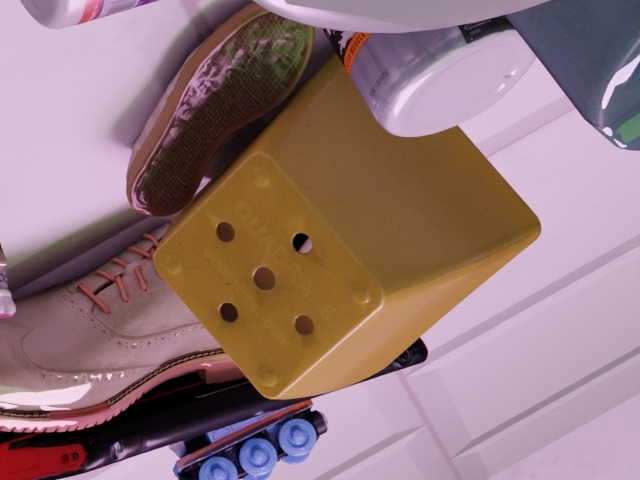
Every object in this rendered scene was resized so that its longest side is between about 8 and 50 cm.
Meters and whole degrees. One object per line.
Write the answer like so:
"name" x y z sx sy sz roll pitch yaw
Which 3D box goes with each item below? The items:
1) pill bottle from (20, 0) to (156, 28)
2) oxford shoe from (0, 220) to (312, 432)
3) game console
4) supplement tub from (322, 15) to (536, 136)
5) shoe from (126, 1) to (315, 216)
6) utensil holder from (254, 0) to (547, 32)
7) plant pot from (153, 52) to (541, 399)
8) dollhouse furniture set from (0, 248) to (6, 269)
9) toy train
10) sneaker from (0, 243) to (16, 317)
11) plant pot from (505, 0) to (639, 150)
"pill bottle" -0.082 -0.196 1.036 0.193 0.108 0.108 -21 158 -23
"oxford shoe" -0.168 0.050 1.526 0.397 0.140 0.146 -15 135 -42
"game console" -0.135 0.169 1.724 0.386 0.060 0.342 -16 -178 -35
"supplement tub" 0.046 -0.170 1.148 0.117 0.190 0.117 -25 159 -11
"shoe" -0.081 -0.108 1.339 0.076 0.058 0.219 24 126 -27
"utensil holder" 0.016 -0.301 0.515 0.327 0.385 0.327 -26 160 -11
"plant pot" 0.000 0.000 1.390 0.212 0.212 0.187 -43 175 33
"dollhouse furniture set" -0.251 -0.009 1.253 0.091 0.114 0.081 -41 161 23
"toy train" -0.085 0.216 2.018 0.184 0.105 0.080 -24 167 -13
"sneaker" -0.304 0.016 1.323 0.170 0.075 0.063 6 164 -23
"plant pot" 0.163 -0.248 0.917 0.341 0.334 0.341 -25 160 -10
